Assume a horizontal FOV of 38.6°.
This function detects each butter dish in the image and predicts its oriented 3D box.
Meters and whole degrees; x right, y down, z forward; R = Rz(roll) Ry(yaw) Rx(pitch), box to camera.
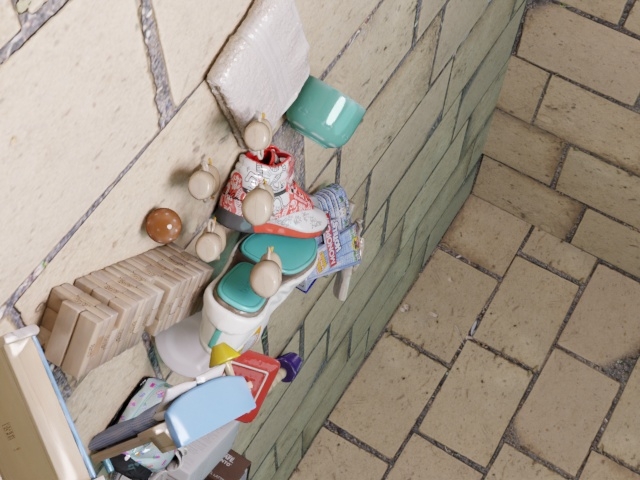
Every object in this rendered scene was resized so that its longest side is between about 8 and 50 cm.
[{"bbox_3d":[-0.196,0.293,1.980,0.160,0.118,0.160,22,96,-34],"label":"butter dish"}]

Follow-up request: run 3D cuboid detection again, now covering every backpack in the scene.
[{"bbox_3d":[-0.311,0.342,1.655,0.182,0.115,0.152,-59,163,-19],"label":"backpack"}]

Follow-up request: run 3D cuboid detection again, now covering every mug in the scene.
[{"bbox_3d":[0.006,-0.223,1.646,0.097,0.129,0.158,-59,166,4],"label":"mug"}]

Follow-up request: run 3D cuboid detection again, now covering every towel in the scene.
[{"bbox_3d":[-0.087,-0.257,1.422,0.187,0.049,0.282,-59,166,-10],"label":"towel"}]

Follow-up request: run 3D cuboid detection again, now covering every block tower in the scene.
[{"bbox_3d":[-0.276,0.090,1.340,0.097,0.091,0.335,-65,166,19],"label":"block tower"}]

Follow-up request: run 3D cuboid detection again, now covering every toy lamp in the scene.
[{"bbox_3d":[-0.135,0.379,2.418,0.275,0.080,0.080,-37,152,-54],"label":"toy lamp"}]

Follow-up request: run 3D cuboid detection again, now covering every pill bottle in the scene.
[{"bbox_3d":[-0.186,0.154,1.680,0.136,0.136,0.246,-66,165,17],"label":"pill bottle"}]

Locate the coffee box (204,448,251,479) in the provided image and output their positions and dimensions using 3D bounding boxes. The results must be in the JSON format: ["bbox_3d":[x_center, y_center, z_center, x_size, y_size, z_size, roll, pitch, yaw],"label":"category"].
[{"bbox_3d":[-0.264,0.613,2.278,0.098,0.141,0.246,-48,161,-41],"label":"coffee box"}]

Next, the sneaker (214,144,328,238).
[{"bbox_3d":[-0.060,-0.087,1.631,0.270,0.090,0.145,2,116,-48],"label":"sneaker"}]

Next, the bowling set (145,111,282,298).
[{"bbox_3d":[-0.158,-0.053,1.397,0.154,0.200,0.287,-84,174,-81],"label":"bowling set"}]

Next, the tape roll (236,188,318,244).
[{"bbox_3d":[-0.089,-0.007,1.843,0.219,0.072,0.219,-55,164,-25],"label":"tape roll"}]

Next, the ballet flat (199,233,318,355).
[{"bbox_3d":[-0.116,0.083,1.579,0.139,0.139,0.400,-67,173,23],"label":"ballet flat"}]

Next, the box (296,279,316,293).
[{"bbox_3d":[-0.027,0.032,2.133,0.126,0.072,0.137,-53,164,-28],"label":"box"}]

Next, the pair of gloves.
[{"bbox_3d":[0.048,0.016,2.227,0.240,0.042,0.204,-119,-133,-65],"label":"pair of gloves"}]

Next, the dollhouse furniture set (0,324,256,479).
[{"bbox_3d":[-0.290,0.201,1.176,0.286,0.198,0.303,-27,174,40],"label":"dollhouse furniture set"}]

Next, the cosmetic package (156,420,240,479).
[{"bbox_3d":[-0.280,0.483,2.096,0.231,0.085,0.117,-44,158,-55],"label":"cosmetic package"}]

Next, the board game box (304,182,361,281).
[{"bbox_3d":[0.000,0.000,2.009,0.194,0.060,0.194,-34,125,-42],"label":"board game box"}]

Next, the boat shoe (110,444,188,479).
[{"bbox_3d":[-0.314,0.428,1.855,0.096,0.088,0.267,-66,165,19],"label":"boat shoe"}]
